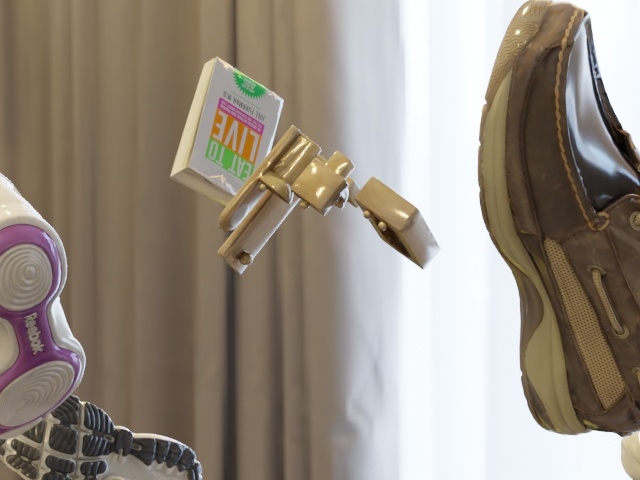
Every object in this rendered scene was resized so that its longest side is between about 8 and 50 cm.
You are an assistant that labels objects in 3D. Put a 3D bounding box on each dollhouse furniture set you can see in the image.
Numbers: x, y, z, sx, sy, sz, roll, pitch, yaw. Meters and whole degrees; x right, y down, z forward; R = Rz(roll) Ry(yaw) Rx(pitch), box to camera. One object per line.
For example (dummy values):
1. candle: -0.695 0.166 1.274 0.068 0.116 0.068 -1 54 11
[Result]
1. dollhouse furniture set: 0.000 0.000 1.455 0.151 0.123 0.144 37 -5 21

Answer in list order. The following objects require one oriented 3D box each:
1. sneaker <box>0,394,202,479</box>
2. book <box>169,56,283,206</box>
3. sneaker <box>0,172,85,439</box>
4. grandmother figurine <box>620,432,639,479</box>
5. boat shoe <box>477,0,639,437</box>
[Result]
1. sneaker: -0.263 0.244 1.878 0.275 0.107 0.110 29 -28 -31
2. book: -0.096 -0.110 1.818 0.096 0.144 0.035 30 -34 -28
3. sneaker: -0.293 0.057 1.589 0.114 0.305 0.152 -16 48 -26
4. grandmother figurine: 0.463 0.191 1.659 0.343 0.207 0.104 -9 12 5
5. boat shoe: 0.193 -0.009 1.124 0.130 0.355 0.132 5 47 23
